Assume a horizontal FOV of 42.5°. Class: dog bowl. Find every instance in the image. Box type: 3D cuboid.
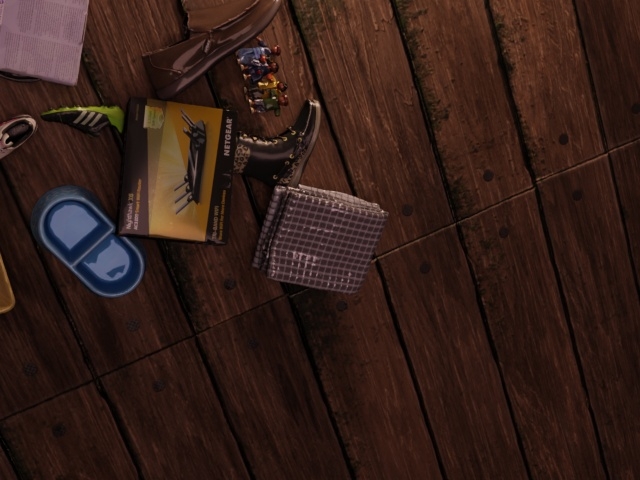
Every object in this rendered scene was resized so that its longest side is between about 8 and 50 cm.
[{"bbox_3d":[-0.516,0.010,1.849,0.166,0.074,0.297,-44,110,-7],"label":"dog bowl"}]

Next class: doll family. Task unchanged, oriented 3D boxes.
[{"bbox_3d":[-0.129,-0.382,1.916,0.111,0.076,0.192,-15,101,-12],"label":"doll family"}]

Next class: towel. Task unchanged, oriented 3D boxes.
[{"bbox_3d":[0.000,0.000,1.975,0.284,0.121,0.235,11,111,-24],"label":"towel"}]

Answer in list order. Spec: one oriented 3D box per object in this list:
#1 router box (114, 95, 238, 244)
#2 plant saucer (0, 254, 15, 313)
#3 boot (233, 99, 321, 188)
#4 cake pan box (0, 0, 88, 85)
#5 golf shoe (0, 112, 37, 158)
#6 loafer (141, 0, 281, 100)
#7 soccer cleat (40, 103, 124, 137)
[{"bbox_3d":[-0.321,-0.151,1.839,0.243,0.081,0.308,5,85,-19],"label":"router box"},{"bbox_3d":[-0.855,0.029,1.728,0.333,0.081,0.332,-16,106,-16],"label":"plant saucer"},{"bbox_3d":[-0.109,-0.239,1.937,0.179,0.085,0.236,16,101,-23],"label":"boot"},{"bbox_3d":[-0.621,-0.467,1.728,0.246,0.070,0.266,7,97,-19],"label":"cake pan box"},{"bbox_3d":[-0.687,-0.208,1.742,0.186,0.086,0.067,-39,111,-8],"label":"golf shoe"},{"bbox_3d":[-0.244,-0.463,1.826,0.366,0.134,0.130,-41,110,-9],"label":"loafer"},{"bbox_3d":[-0.520,-0.262,1.806,0.179,0.060,0.072,-5,103,-22],"label":"soccer cleat"}]
